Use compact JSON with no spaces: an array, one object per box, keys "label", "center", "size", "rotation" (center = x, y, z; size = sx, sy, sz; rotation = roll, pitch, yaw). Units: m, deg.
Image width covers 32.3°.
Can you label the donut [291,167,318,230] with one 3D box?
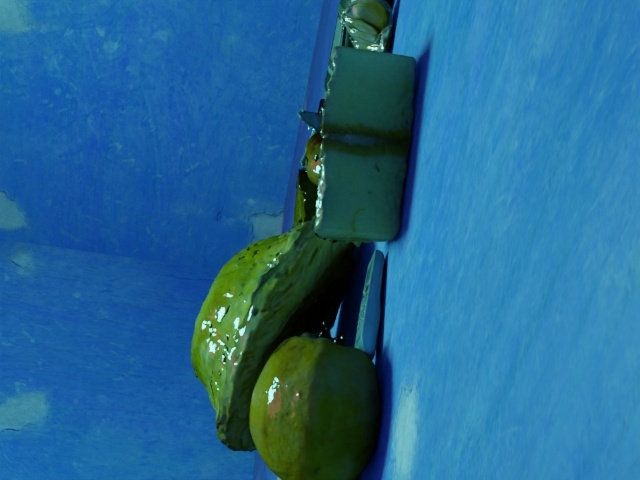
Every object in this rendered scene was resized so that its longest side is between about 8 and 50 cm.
[{"label":"donut","center":[0.000,0.000,2.126],"size":[0.272,0.107,0.272],"rotation":[-177,90,-87]}]

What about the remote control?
[{"label":"remote control","center":[0.072,0.096,1.556],"size":[0.061,0.029,0.162],"rotation":[112,170,-61]}]

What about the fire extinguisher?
[{"label":"fire extinguisher","center":[0.057,-0.326,1.997],"size":[0.118,0.093,0.294],"rotation":[-65,-10,-51]}]

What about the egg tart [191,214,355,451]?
[{"label":"egg tart","center":[-0.089,0.135,1.843],"size":[0.443,0.178,0.443],"rotation":[23,-90,-78]}]

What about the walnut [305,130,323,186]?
[{"label":"walnut","center":[0.029,-0.143,1.908],"size":[0.207,0.115,0.116],"rotation":[-85,5,-67]}]

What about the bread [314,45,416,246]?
[{"label":"bread","center":[0.056,-0.128,1.519],"size":[0.178,0.141,0.266],"rotation":[11,-98,-62]}]

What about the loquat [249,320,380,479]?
[{"label":"loquat","center":[-0.005,0.224,1.467],"size":[0.187,0.176,0.234],"rotation":[-176,91,-68]}]

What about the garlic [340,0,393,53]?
[{"label":"garlic","center":[0.084,-0.357,1.856],"size":[0.074,0.094,0.113],"rotation":[-29,-45,-55]}]

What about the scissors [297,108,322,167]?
[{"label":"scissors","center":[0.007,-0.227,2.093],"size":[0.383,0.029,0.256],"rotation":[-44,-43,-71]}]
